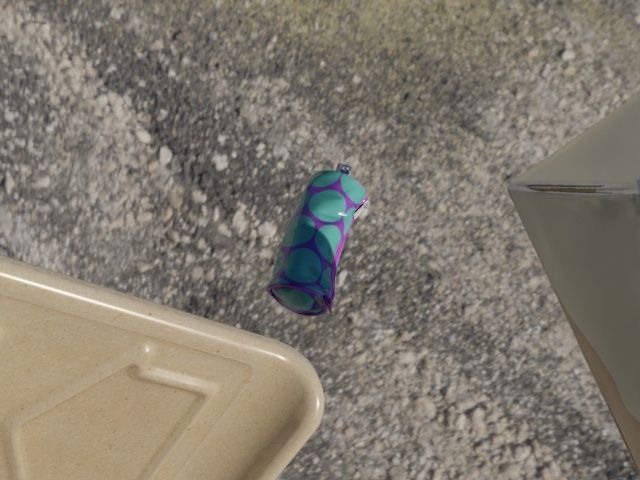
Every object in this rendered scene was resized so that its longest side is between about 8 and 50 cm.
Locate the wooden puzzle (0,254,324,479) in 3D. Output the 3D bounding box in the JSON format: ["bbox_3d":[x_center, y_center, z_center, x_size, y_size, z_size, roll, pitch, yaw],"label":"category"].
[{"bbox_3d":[-0.221,0.128,0.481,0.348,0.322,0.080,24,22,-31],"label":"wooden puzzle"}]

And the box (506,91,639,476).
[{"bbox_3d":[0.258,0.065,0.541,0.148,0.121,0.311,-32,106,-18],"label":"box"}]

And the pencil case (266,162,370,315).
[{"bbox_3d":[0.000,0.000,0.874,0.070,0.064,0.151,11,58,15],"label":"pencil case"}]
